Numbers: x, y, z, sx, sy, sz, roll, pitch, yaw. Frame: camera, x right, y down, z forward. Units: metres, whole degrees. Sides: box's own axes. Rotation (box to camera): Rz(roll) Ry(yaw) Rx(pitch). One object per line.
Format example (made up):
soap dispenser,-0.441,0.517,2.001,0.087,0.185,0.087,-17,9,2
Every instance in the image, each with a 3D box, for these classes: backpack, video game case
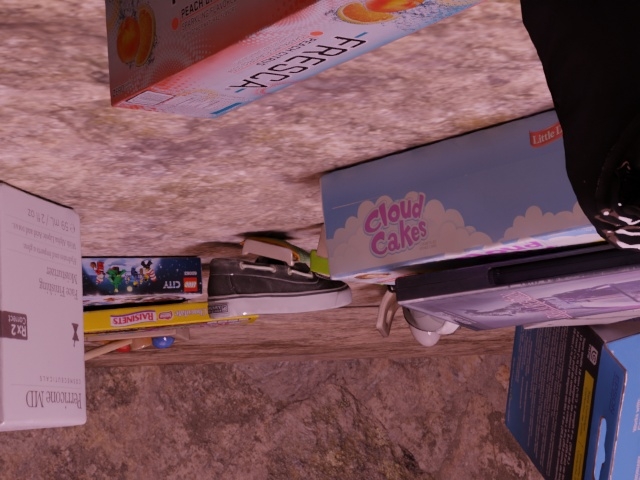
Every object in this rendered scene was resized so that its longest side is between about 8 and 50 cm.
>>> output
backpack,0.180,-0.087,0.488,0.182,0.152,0.115,-26,165,36
video game case,0.219,0.032,0.972,0.274,0.026,0.196,-11,166,23

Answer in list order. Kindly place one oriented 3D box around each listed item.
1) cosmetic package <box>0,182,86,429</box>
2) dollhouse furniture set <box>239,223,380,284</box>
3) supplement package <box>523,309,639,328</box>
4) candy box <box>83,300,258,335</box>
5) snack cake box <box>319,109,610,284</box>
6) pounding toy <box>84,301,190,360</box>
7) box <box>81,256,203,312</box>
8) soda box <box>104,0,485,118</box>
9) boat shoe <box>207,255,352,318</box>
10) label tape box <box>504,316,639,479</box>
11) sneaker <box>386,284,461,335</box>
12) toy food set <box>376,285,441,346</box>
cosmetic package,-0.287,0.062,1.010,0.151,0.184,0.151,-6,171,13
dollhouse furniture set,0.000,0.000,1.273,0.151,0.059,0.076,13,-177,16
supplement package,0.291,0.033,1.347,0.105,0.105,0.179,-1,170,-13
candy box,-0.175,0.088,1.444,0.205,0.027,0.105,-5,175,-7
snack cake box,0.146,-0.027,0.961,0.264,0.089,0.152,-13,168,44
pounding toy,-0.237,0.104,1.566,0.130,0.100,0.141,-5,171,3
box,-0.266,0.052,1.403,0.233,0.044,0.159,0,170,-25
soda box,-0.017,-0.100,0.500,0.058,0.063,0.183,2,169,-38
boat shoe,-0.038,0.044,1.368,0.077,0.070,0.219,-6,176,34
label tape box,0.333,0.191,1.529,0.105,0.241,0.334,-1,-160,-11
sneaker,0.118,0.036,1.361,0.108,0.100,0.271,5,164,-6
toy food set,0.235,0.104,1.812,0.306,0.092,0.220,-5,171,5
